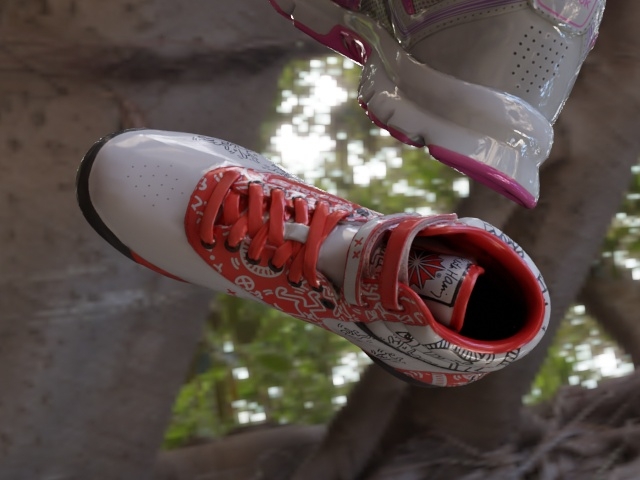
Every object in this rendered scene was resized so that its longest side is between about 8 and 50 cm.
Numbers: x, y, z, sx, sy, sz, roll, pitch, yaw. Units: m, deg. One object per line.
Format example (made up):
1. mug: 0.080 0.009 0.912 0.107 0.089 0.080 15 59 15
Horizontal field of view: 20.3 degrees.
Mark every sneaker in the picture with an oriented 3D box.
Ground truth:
1. sneaker: 0.057 -0.114 0.786 0.111 0.103 0.252 -56 -147 13
2. sneaker: 0.001 -0.001 1.008 0.090 0.270 0.145 -66 -165 -17
